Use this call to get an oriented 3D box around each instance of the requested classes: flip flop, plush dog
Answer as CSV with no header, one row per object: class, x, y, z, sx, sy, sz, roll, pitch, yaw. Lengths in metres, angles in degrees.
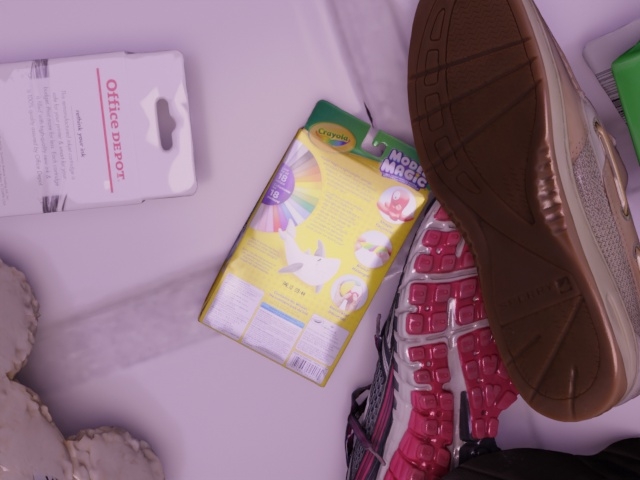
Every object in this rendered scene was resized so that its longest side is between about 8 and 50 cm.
flip flop,0.180,0.186,0.797,0.277,0.112,0.080,-1,108,-42
plush dog,-0.270,0.169,0.821,0.225,0.210,0.262,-33,97,28

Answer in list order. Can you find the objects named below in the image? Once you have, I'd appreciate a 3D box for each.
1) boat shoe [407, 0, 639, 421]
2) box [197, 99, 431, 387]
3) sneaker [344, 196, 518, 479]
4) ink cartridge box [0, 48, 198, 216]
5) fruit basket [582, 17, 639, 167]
boat shoe,0.143,-0.038,0.782,0.109,0.098,0.302,-24,80,42
box,0.000,0.000,0.856,0.105,0.043,0.179,29,99,-2
sneaker,0.070,0.100,0.840,0.121,0.112,0.299,17,85,-28
ink cartridge box,-0.175,-0.073,0.837,0.180,0.060,0.104,-5,97,1
fruit basket,0.353,-0.018,0.719,0.353,0.327,0.165,48,69,-12
